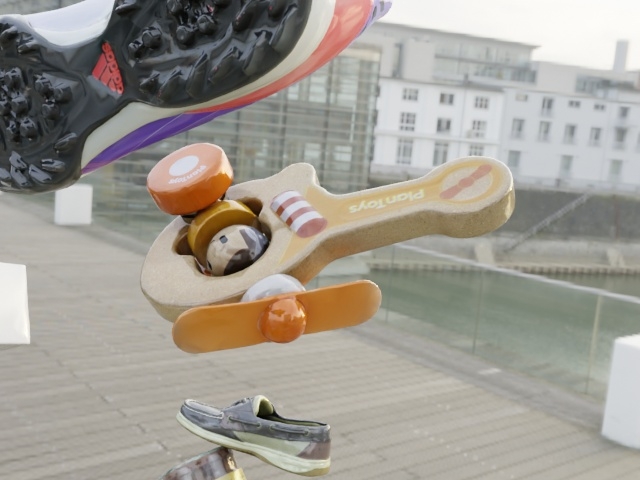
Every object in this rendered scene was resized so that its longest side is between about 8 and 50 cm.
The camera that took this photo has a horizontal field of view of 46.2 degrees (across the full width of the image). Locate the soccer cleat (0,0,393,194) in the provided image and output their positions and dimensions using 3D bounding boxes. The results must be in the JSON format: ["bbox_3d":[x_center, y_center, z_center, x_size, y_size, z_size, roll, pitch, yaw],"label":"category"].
[{"bbox_3d":[-0.105,-0.101,0.445,0.318,0.108,0.116,-13,5,35],"label":"soccer cleat"}]

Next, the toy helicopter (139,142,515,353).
[{"bbox_3d":[0.000,0.000,0.682,0.355,0.140,0.235,-13,37,12],"label":"toy helicopter"}]

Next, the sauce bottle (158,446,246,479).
[{"bbox_3d":[-0.099,0.439,0.947,0.111,0.344,0.111,-22,-14,-6],"label":"sauce bottle"}]

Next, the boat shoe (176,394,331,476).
[{"bbox_3d":[-0.083,0.236,0.967,0.223,0.073,0.080,13,-2,27],"label":"boat shoe"}]

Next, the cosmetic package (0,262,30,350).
[{"bbox_3d":[-0.679,0.110,1.205,0.197,0.155,0.365,-16,-15,27],"label":"cosmetic package"}]
